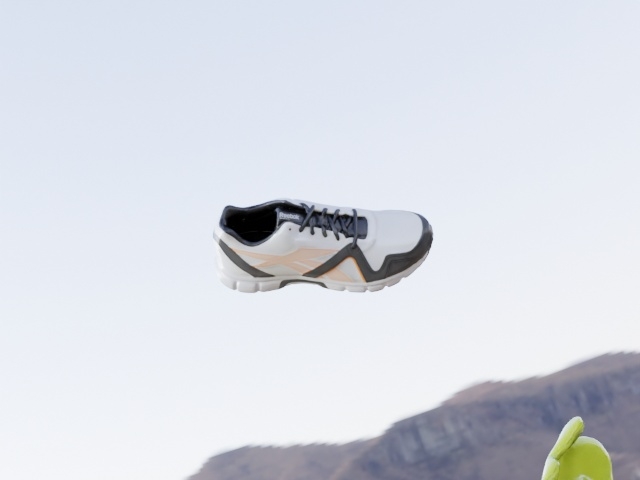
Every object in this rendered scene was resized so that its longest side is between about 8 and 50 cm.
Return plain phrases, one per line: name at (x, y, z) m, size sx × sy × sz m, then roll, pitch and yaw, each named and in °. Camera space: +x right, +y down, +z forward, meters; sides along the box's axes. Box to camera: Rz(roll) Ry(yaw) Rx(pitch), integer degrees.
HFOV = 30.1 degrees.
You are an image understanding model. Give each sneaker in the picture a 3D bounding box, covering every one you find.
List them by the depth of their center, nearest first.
sneaker at (0.000, 0.000, 0.570) m, size 0.109 × 0.040 × 0.044 m, roll -7°, pitch -39°, yaw 2°

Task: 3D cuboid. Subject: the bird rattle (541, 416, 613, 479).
bird rattle at (0.159, 0.272, 0.928) m, size 0.253 × 0.143 × 0.207 m, roll -40°, pitch -31°, yaw 9°
